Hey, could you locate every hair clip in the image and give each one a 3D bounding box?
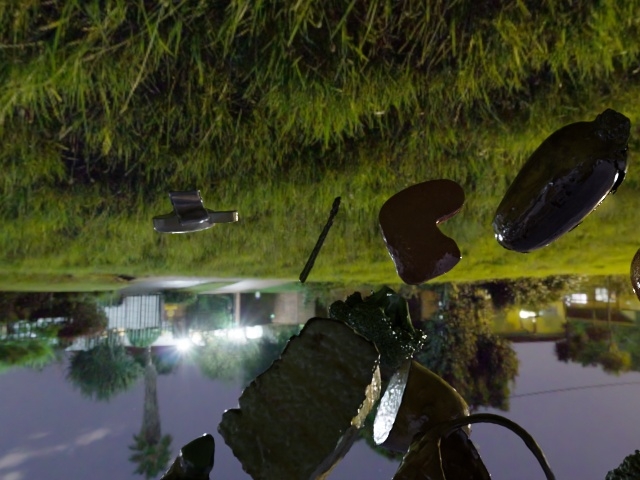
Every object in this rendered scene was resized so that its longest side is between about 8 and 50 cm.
[{"bbox_3d":[-0.242,-0.053,0.812,0.158,0.071,0.218,-5,-178,-19],"label":"hair clip"}]

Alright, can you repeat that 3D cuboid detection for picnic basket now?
[{"bbox_3d":[0.371,0.554,0.973,0.337,0.293,0.337,-29,168,-6],"label":"picnic basket"}]

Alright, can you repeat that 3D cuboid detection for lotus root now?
[{"bbox_3d":[0.564,-0.124,1.006,0.195,0.179,0.398,-2,140,-23],"label":"lotus root"}]

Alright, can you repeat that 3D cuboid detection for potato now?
[{"bbox_3d":[0.326,0.546,1.300,0.237,0.301,0.289,24,170,3],"label":"potato"}]

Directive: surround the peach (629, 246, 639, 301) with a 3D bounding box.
[{"bbox_3d":[0.579,0.057,0.639,0.184,0.184,0.184,1,175,0],"label":"peach"}]

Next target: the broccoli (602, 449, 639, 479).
[{"bbox_3d":[1.094,0.779,1.353,0.334,0.324,0.272,13,179,-36],"label":"broccoli"}]

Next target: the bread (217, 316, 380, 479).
[{"bbox_3d":[-0.010,0.383,1.001,0.239,0.395,0.264,38,175,27],"label":"bread"}]

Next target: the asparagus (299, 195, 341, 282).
[{"bbox_3d":[0.000,0.000,1.082,0.025,0.249,0.024,27,-165,10],"label":"asparagus"}]

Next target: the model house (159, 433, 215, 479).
[{"bbox_3d":[-0.220,0.493,0.674,0.298,0.284,0.243,31,168,45],"label":"model house"}]

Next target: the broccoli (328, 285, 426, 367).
[{"bbox_3d":[0.208,0.330,1.581,0.309,0.321,0.413,-26,170,-1],"label":"broccoli"}]

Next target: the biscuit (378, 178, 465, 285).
[{"bbox_3d":[0.219,-0.022,0.847,0.186,0.192,0.036,-20,172,1],"label":"biscuit"}]
